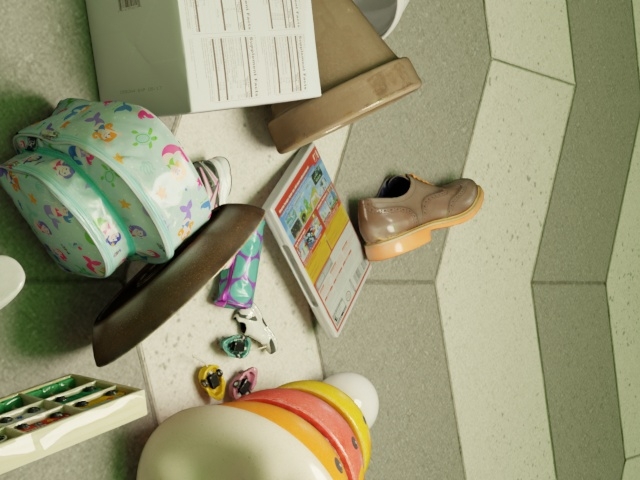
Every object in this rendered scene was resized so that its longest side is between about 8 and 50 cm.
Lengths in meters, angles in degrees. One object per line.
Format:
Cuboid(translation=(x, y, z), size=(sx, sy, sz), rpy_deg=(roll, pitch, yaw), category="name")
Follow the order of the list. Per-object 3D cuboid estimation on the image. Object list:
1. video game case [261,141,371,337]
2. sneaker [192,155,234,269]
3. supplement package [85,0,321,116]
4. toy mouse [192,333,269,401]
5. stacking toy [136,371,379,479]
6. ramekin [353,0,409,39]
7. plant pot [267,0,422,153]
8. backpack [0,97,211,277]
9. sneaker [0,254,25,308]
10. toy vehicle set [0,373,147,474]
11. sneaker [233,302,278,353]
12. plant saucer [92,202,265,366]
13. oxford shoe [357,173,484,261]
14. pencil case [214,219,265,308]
Cuboid(translation=(0.000, 0.000, 1.735), size=(0.285, 0.025, 0.204), rpy_deg=(64, 35, -29), category="video game case")
Cuboid(translation=(-0.183, -0.040, 1.541), size=(0.077, 0.072, 0.178), rpy_deg=(-6, 88, -36), category="sneaker")
Cuboid(translation=(-0.166, -0.287, 1.434), size=(0.263, 0.199, 0.198), rpy_deg=(-16, 104, -47), category="supplement package")
Cuboid(translation=(-0.140, 0.205, 1.612), size=(0.143, 0.031, 0.161), rpy_deg=(-40, 124, -35), category="toy mouse")
Cuboid(translation=(-0.032, 0.330, 1.584), size=(0.480, 0.351, 0.350), rpy_deg=(-38, 120, -57), category="stacking toy")
Cuboid(translation=(0.061, -0.442, 1.688), size=(0.109, 0.207, 0.207), rpy_deg=(-52, 128, -45), category="ramekin")
Cuboid(translation=(0.002, -0.295, 1.614), size=(0.263, 0.263, 0.229), rpy_deg=(-30, 97, -44), category="plant pot")
Cuboid(translation=(-0.275, -0.067, 1.282), size=(0.191, 0.253, 0.225), rpy_deg=(-50, 127, -34), category="backpack")
Cuboid(translation=(-0.462, 0.097, 1.219), size=(0.212, 0.094, 0.080), rpy_deg=(-28, 85, -22), category="sneaker")
Cuboid(translation=(-0.374, 0.233, 1.251), size=(0.267, 0.166, 0.035), rpy_deg=(-17, 104, -47), category="toy vehicle set")
Cuboid(translation=(-0.109, 0.151, 1.650), size=(0.044, 0.040, 0.109), rpy_deg=(-41, 119, -21), category="sneaker")
Cuboid(translation=(-0.205, 0.047, 1.354), size=(0.050, 0.310, 0.310), rpy_deg=(48, 54, -10), category="plant saucer")
Cuboid(translation=(0.202, -0.078, 1.923), size=(0.364, 0.130, 0.132), rpy_deg=(-28, 101, -49), category="oxford shoe")
Cuboid(translation=(-0.131, 0.035, 1.593), size=(0.070, 0.064, 0.151), rpy_deg=(21, 76, -64), category="pencil case")
